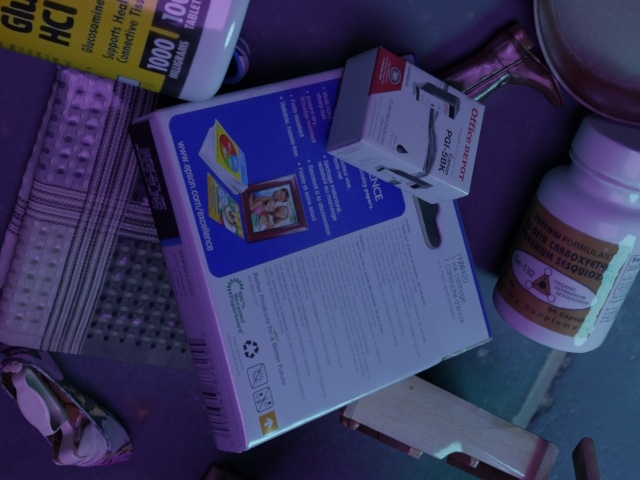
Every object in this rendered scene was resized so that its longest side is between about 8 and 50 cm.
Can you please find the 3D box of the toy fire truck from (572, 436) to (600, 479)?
[{"bbox_3d":[0.242,0.358,1.234,0.246,0.217,0.158,-40,88,-25],"label":"toy fire truck"}]

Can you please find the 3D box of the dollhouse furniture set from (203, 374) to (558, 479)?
[{"bbox_3d":[0.040,0.339,1.226,0.257,0.362,0.394,28,82,-23],"label":"dollhouse furniture set"}]

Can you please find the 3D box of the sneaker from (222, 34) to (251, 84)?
[{"bbox_3d":[-0.130,-0.180,1.044,0.144,0.059,0.053,11,120,-16],"label":"sneaker"}]

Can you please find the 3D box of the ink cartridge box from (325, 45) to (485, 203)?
[{"bbox_3d":[0.082,-0.105,1.060,0.135,0.056,0.099,23,70,-31],"label":"ink cartridge box"}]

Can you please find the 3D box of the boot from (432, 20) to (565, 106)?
[{"bbox_3d":[0.175,-0.147,1.137,0.114,0.037,0.106,-36,107,7],"label":"boot"}]

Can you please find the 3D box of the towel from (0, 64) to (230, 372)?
[{"bbox_3d":[-0.153,-0.009,1.155,0.312,0.056,0.324,12,115,-21],"label":"towel"}]

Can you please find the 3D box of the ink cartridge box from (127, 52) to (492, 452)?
[{"bbox_3d":[0.000,0.000,1.063,0.307,0.072,0.303,-18,95,-38],"label":"ink cartridge box"}]

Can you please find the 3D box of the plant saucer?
[{"bbox_3d":[0.348,-0.261,1.098,0.311,0.050,0.310,-5,122,-8],"label":"plant saucer"}]

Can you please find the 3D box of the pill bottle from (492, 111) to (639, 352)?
[{"bbox_3d":[0.278,-0.010,1.184,0.131,0.131,0.229,10,117,-17],"label":"pill bottle"}]

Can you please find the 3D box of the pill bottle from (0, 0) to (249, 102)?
[{"bbox_3d":[-0.223,-0.241,0.905,0.334,0.188,0.187,15,117,-12],"label":"pill bottle"}]

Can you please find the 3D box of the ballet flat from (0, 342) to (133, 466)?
[{"bbox_3d":[-0.282,0.190,1.221,0.077,0.079,0.221,-27,122,10],"label":"ballet flat"}]
